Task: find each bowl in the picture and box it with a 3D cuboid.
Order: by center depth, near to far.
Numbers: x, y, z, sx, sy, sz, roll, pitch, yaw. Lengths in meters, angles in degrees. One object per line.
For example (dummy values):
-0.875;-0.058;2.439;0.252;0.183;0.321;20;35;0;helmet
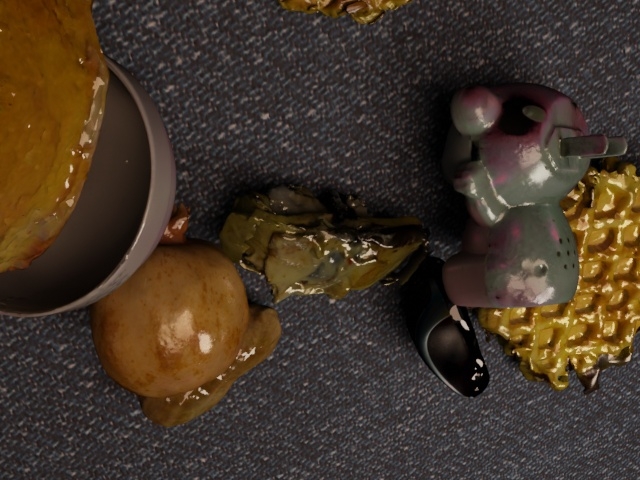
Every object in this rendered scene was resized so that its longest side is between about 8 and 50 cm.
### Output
-0.277;-0.063;0.853;0.287;0.144;0.286;-1;87;15;bowl

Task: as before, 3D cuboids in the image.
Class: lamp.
0.279;-0.063;1.051;0.247;0.247;0.301;-2;91;-42;lamp

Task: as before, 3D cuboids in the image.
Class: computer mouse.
0.182;0.137;1.184;0.096;0.137;0.233;-18;115;8;computer mouse

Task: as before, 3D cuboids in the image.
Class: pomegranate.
-0.187;0.087;0.960;0.207;0.207;0.207;-9;117;-19;pomegranate

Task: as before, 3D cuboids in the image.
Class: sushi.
0.002;0.005;1.062;0.291;0.131;0.139;5;135;-32;sushi

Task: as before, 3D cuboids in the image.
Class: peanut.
-0.150;0.168;1.085;0.226;0.095;0.108;-40;155;-8;peanut

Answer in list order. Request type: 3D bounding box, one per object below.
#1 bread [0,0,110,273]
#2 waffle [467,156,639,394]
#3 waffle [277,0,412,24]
-0.385;-0.126;0.704;0.398;0.215;0.398;1;93;13;bread
0.433;0.059;1.280;0.382;0.095;0.379;-44;121;4;waffle
0.043;-0.404;0.913;0.325;0.068;0.302;-5;115;-19;waffle
